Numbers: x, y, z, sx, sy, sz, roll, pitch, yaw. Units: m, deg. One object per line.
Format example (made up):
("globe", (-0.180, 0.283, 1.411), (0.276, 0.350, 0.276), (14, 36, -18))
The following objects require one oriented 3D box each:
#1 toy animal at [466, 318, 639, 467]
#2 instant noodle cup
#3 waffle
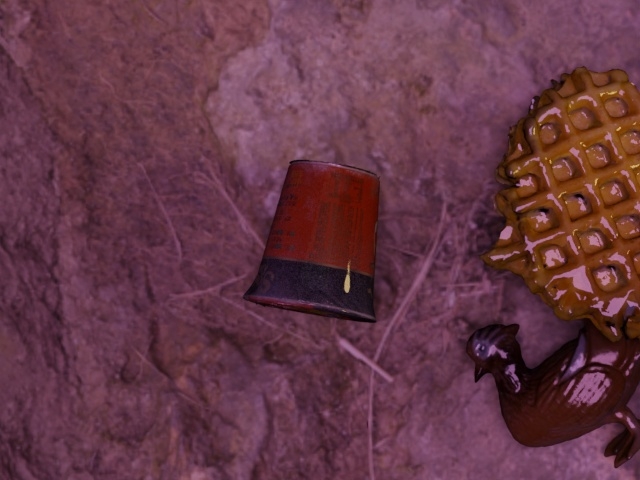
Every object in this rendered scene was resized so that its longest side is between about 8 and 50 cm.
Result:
("toy animal", (0.242, 0.113, 1.243), (0.179, 0.089, 0.188), (45, 91, 5))
("instant noodle cup", (0.002, 0.000, 1.236), (0.127, 0.127, 0.136), (10, 84, 2))
("waffle", (0.280, -0.033, 1.223), (0.254, 0.052, 0.245), (26, 77, 2))
